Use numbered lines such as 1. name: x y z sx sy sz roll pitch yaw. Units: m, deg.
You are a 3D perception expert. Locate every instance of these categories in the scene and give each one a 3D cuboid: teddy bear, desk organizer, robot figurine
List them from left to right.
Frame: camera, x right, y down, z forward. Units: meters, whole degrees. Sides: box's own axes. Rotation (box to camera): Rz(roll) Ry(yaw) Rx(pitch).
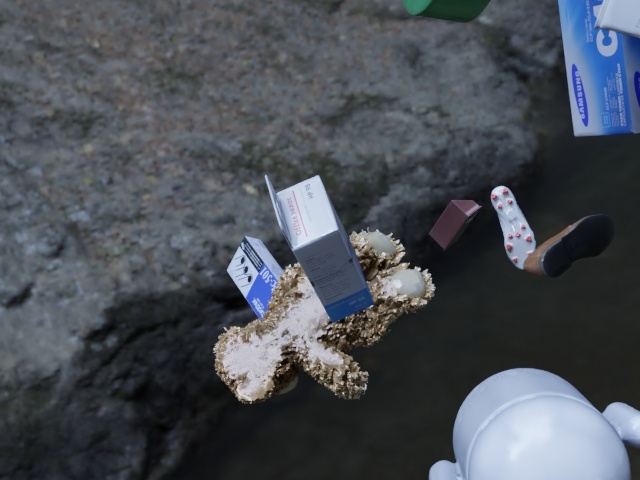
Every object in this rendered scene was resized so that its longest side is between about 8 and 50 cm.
1. teddy bear: 0.008 0.122 1.600 0.245 0.113 0.338 33 75 28
2. desk organizer: 0.281 -0.041 2.294 0.047 0.050 0.130 -35 -16 -36
3. robot figurine: 0.281 0.283 1.420 0.300 0.199 0.353 -24 4 2

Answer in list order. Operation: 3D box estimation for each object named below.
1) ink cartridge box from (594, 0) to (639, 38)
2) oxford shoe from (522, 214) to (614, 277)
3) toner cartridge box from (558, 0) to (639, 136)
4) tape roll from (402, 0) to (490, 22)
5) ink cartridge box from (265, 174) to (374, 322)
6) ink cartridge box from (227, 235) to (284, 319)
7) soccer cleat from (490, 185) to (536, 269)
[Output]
1. ink cartridge box: 0.581 -0.312 1.453 0.385 0.160 0.279 18 18 12
2. oxford shoe: 0.453 0.005 1.999 0.212 0.076 0.076 -24 10 -30
3. toner cartridge box: 0.458 -0.343 1.736 0.075 0.347 0.165 -11 7 -18
4. tape roll: 0.184 -0.453 1.439 0.077 0.321 0.321 7 16 -12
5. ink cartridge box: 0.000 0.000 1.308 0.060 0.180 0.104 -23 44 4
6. ink cartridge box: -0.131 0.085 2.395 0.046 0.097 0.207 14 24 -36
7. soccer cleat: 0.427 -0.028 2.397 0.068 0.196 0.076 -21 -16 15
